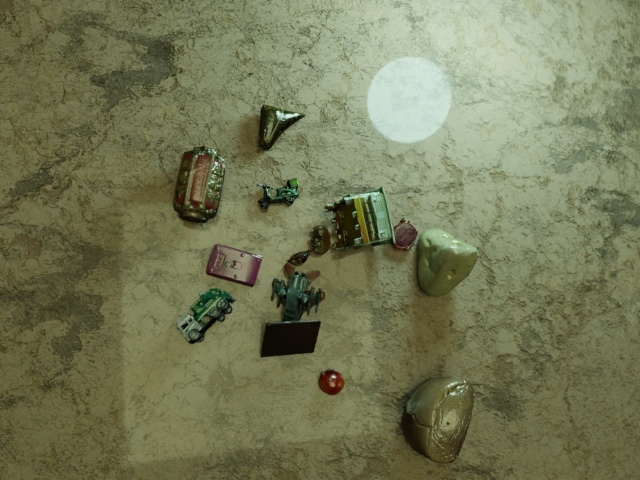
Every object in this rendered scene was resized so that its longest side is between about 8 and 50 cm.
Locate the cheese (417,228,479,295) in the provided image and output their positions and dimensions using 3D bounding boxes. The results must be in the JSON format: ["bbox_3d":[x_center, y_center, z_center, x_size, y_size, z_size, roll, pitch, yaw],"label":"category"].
[{"bbox_3d":[0.474,0.087,1.849,0.174,0.251,0.247,3,116,-23],"label":"cheese"}]

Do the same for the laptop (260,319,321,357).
[{"bbox_3d":[-0.107,0.351,1.688,0.207,0.026,0.153,1,114,-24],"label":"laptop"}]

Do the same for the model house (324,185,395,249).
[{"bbox_3d":[0.161,-0.073,1.776,0.216,0.198,0.223,-13,89,-23],"label":"model house"}]

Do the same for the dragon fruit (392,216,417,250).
[{"bbox_3d":[0.328,-0.022,1.878,0.112,0.068,0.126,-40,103,2],"label":"dragon fruit"}]

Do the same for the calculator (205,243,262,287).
[{"bbox_3d":[-0.324,0.092,1.750,0.191,0.034,0.126,16,79,-7],"label":"calculator"}]

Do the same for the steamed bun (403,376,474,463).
[{"bbox_3d":[0.411,0.630,1.697,0.199,0.251,0.301,19,74,4],"label":"steamed bun"}]

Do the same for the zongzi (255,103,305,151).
[{"bbox_3d":[-0.154,-0.431,1.855,0.184,0.084,0.187,7,86,-19],"label":"zongzi"}]

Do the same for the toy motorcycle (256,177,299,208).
[{"bbox_3d":[-0.165,-0.181,1.816,0.173,0.058,0.100,-14,76,-14],"label":"toy motorcycle"}]

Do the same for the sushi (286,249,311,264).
[{"bbox_3d":[-0.079,0.067,1.792,0.099,0.047,0.050,-33,91,-13],"label":"sushi"}]

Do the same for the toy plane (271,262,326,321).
[{"bbox_3d":[-0.102,0.255,1.726,0.223,0.104,0.325,12,81,19],"label":"toy plane"}]

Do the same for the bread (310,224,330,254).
[{"bbox_3d":[0.000,0.000,1.806,0.060,0.082,0.112,-8,75,30],"label":"bread"}]

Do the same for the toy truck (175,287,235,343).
[{"bbox_3d":[-0.414,0.259,1.670,0.116,0.110,0.216,41,76,12],"label":"toy truck"}]

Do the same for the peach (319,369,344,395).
[{"bbox_3d":[0.043,0.525,1.727,0.098,0.061,0.098,0,87,-8],"label":"peach"}]

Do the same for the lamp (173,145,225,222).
[{"bbox_3d":[-0.443,-0.203,1.713,0.177,0.177,0.273,10,81,-9],"label":"lamp"}]
